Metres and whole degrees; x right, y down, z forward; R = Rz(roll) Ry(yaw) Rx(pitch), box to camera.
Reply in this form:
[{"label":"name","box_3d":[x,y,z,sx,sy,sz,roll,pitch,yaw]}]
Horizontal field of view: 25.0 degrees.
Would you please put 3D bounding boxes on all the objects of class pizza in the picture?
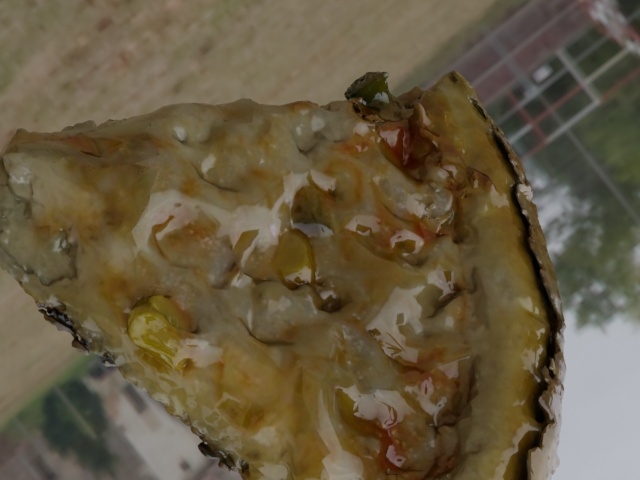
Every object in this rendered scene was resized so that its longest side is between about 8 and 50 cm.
[{"label":"pizza","box_3d":[0.030,0.010,0.978,0.392,0.435,0.080,-41,170,-42]}]
